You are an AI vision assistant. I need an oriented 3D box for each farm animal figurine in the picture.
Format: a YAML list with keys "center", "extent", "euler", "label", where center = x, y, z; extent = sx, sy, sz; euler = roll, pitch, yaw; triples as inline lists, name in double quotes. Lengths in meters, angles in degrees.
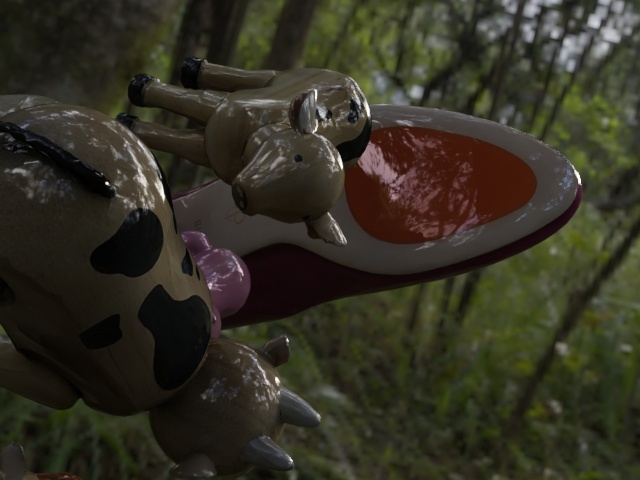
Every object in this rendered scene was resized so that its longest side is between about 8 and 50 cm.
- center: [-0.078, 0.026, 0.725]
  extent: [0.172, 0.330, 0.327]
  euler: [14, -15, 26]
  label: "farm animal figurine"

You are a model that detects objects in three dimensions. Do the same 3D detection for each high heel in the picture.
- center: [0.000, 0.000, 1.073]
  extent: [0.377, 0.127, 0.181]
  euler: [-2, -22, 17]
  label: "high heel"
